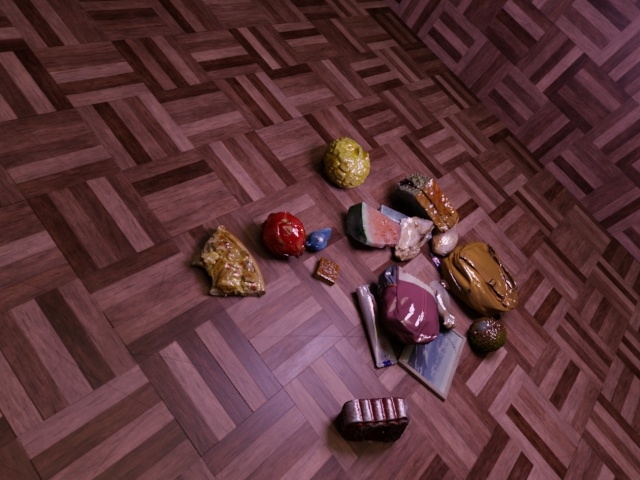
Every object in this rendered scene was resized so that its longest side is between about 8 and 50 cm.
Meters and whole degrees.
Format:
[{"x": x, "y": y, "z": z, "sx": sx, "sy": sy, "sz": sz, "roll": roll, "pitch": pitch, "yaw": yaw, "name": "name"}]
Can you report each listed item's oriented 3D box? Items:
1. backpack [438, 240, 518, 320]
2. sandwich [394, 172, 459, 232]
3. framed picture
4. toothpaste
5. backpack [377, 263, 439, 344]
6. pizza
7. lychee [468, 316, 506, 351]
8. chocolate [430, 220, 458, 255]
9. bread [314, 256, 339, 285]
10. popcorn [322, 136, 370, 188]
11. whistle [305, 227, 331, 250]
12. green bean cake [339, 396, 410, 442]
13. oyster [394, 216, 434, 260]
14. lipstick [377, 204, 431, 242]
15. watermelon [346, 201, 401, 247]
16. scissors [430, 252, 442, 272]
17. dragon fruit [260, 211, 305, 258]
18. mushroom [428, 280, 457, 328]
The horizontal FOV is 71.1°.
[{"x": 0.742, "y": 0.187, "z": 2.089, "sx": 0.354, "sy": 0.201, "sz": 0.378, "roll": -8, "pitch": 61, "yaw": -35, "name": "backpack"}, {"x": 0.498, "y": -0.194, "z": 2.175, "sx": 0.262, "sy": 0.131, "sz": 0.325, "roll": 48, "pitch": 2, "yaw": -22, "name": "sandwich"}, {"x": 0.471, "y": 0.455, "z": 1.867, "sx": 0.247, "sy": 0.022, "sz": 0.335, "roll": 40, "pitch": 47, "yaw": 0, "name": "framed picture"}, {"x": 0.216, "y": 0.336, "z": 1.779, "sx": 0.100, "sy": 0.066, "sz": 0.323, "roll": -2, "pitch": 64, "yaw": -33, "name": "toothpaste"}, {"x": 0.354, "y": 0.283, "z": 1.796, "sx": 0.283, "sy": 0.197, "sz": 0.317, "roll": 27, "pitch": 39, "yaw": -14, "name": "backpack"}, {"x": -0.336, "y": 0.086, "z": 1.623, "sx": 0.223, "sy": 0.089, "sz": 0.323, "roll": -24, "pitch": 72, "yaw": -42, "name": "pizza"}, {"x": 0.738, "y": 0.416, "z": 1.963, "sx": 0.171, "sy": 0.171, "sz": 0.171, "roll": 15, "pitch": 52, "yaw": -20, "name": "lychee"}, {"x": 0.623, "y": -0.050, "z": 2.236, "sx": 0.134, "sy": 0.134, "sz": 0.309, "roll": 31, "pitch": 48, "yaw": -7, "name": "chocolate"}, {"x": 0.027, "y": 0.127, "z": 1.832, "sx": 0.090, "sy": 0.035, "sz": 0.094, "roll": 27, "pitch": 48, "yaw": -11, "name": "bread"}, {"x": 0.108, "y": -0.368, "z": 2.134, "sx": 0.206, "sy": 0.251, "sz": 0.237, "roll": -40, "pitch": 118, "yaw": -19, "name": "popcorn"}, {"x": 0.000, "y": 0.000, "z": 1.874, "sx": 0.158, "sy": 0.090, "sz": 0.090, "roll": -14, "pitch": 67, "yaw": -37, "name": "whistle"}, {"x": 0.180, "y": 0.613, "z": 1.518, "sx": 0.233, "sy": 0.198, "sz": 0.097, "roll": 1, "pitch": 48, "yaw": -11, "name": "green bean cake"}, {"x": 0.422, "y": -0.001, "z": 2.071, "sx": 0.232, "sy": 0.162, "sz": 0.107, "roll": -56, "pitch": 136, "yaw": -13, "name": "oyster"}, {"x": 0.397, "y": -0.077, "z": 2.160, "sx": 0.290, "sy": 0.076, "sz": 0.077, "roll": 24, "pitch": 51, "yaw": -13, "name": "lipstick"}, {"x": 0.252, "y": -0.049, "z": 2.020, "sx": 0.257, "sy": 0.140, "sz": 0.192, "roll": 12, "pitch": 73, "yaw": -29, "name": "watermelon"}, {"x": 0.567, "y": 0.108, "z": 2.171, "sx": 0.039, "sy": 0.012, "sz": 0.113, "roll": -20, "pitch": 70, "yaw": -38, "name": "scissors"}, {"x": -0.143, "y": -0.025, "z": 1.753, "sx": 0.209, "sy": 0.172, "sz": 0.172, "roll": 39, "pitch": 47, "yaw": 11, "name": "dragon fruit"}, {"x": 0.533, "y": 0.280, "z": 1.963, "sx": 0.116, "sy": 0.093, "sz": 0.225, "roll": 26, "pitch": 29, "yaw": -31, "name": "mushroom"}]
